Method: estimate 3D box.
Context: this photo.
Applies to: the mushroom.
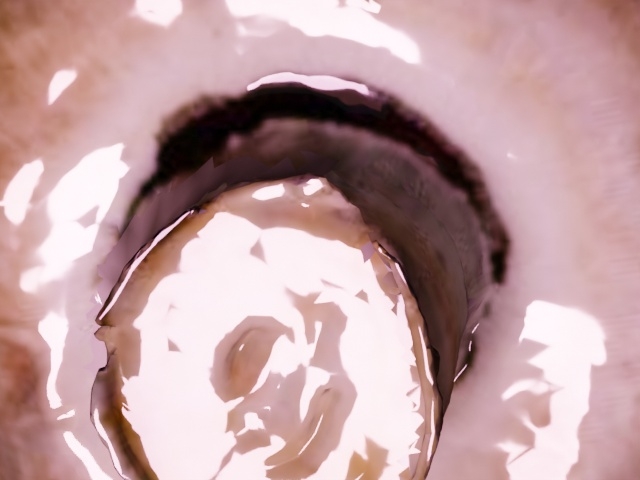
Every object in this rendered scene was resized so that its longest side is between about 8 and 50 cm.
[{"bbox_3d":[0.000,0.000,0.771,0.352,0.260,0.352,3,107,9],"label":"mushroom"}]
